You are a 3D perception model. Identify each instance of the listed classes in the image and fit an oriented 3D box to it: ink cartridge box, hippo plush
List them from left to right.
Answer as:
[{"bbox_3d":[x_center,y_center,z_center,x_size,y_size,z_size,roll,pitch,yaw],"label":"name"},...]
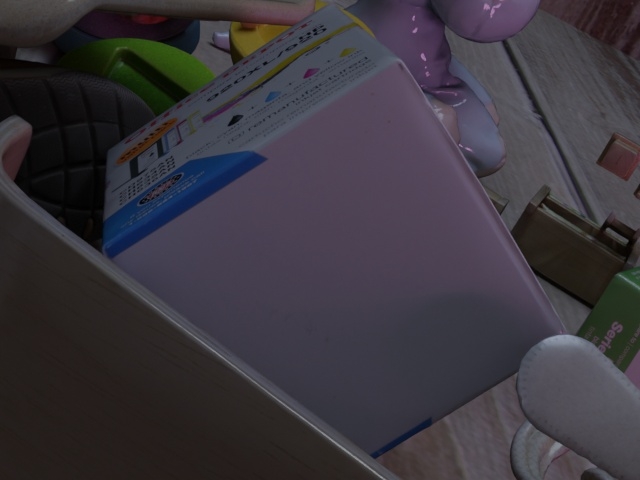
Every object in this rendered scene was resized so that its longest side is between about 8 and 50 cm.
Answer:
[{"bbox_3d":[-0.004,-0.004,0.858,0.168,0.171,0.232,57,2,-16],"label":"ink cartridge box"},{"bbox_3d":[0.105,-0.225,1.604,0.294,0.236,0.234,36,20,19],"label":"hippo plush"},{"bbox_3d":[0.329,0.114,1.284,0.219,0.092,0.160,38,21,22],"label":"ink cartridge box"}]

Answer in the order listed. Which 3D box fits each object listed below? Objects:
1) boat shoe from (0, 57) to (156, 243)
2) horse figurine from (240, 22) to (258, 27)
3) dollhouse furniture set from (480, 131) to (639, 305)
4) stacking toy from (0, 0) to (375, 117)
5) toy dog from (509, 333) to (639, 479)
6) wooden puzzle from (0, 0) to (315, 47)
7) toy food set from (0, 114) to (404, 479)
[{"bbox_3d":[-0.225,-0.067,0.911,0.116,0.123,0.324,34,17,34],"label":"boat shoe"},{"bbox_3d":[-0.128,-0.251,1.278,0.263,0.066,0.174,4,48,-8],"label":"horse figurine"},{"bbox_3d":[0.228,-0.054,1.461,0.182,0.161,0.101,33,19,8],"label":"dollhouse furniture set"},{"bbox_3d":[-0.144,-0.128,1.283,0.309,0.130,0.279,35,45,23],"label":"stacking toy"},{"bbox_3d":[0.098,0.119,0.682,0.334,0.161,0.220,-25,38,-33],"label":"toy dog"},{"bbox_3d":[-0.209,-0.188,1.030,0.322,0.080,0.348,10,14,22],"label":"wooden puzzle"},{"bbox_3d":[-0.037,0.132,0.513,0.306,0.219,0.092,35,20,17],"label":"toy food set"}]
